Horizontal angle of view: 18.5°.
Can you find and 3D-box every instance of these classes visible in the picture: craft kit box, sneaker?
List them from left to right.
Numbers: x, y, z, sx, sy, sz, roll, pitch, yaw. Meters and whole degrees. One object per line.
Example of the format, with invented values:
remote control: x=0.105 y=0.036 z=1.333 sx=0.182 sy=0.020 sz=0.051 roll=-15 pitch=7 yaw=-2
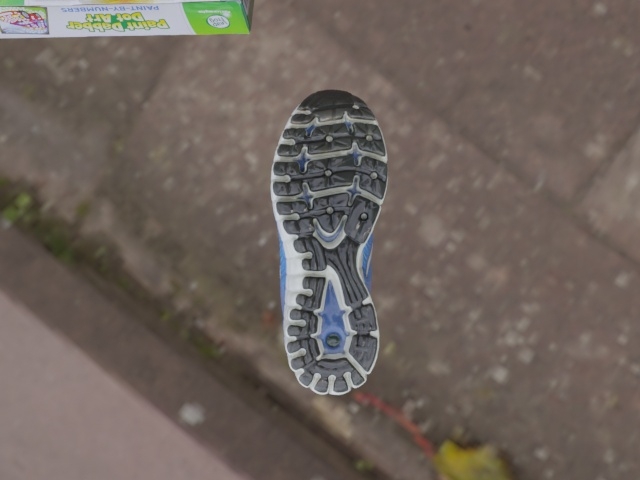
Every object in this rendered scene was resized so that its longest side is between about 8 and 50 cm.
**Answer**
craft kit box: x=-0.171 y=-0.295 z=1.740 sx=0.247 sy=0.250 sz=0.061 roll=2 pitch=152 yaw=10
sneaker: x=0.000 y=0.000 z=2.141 sx=0.130 sy=0.147 sz=0.330 roll=3 pitch=88 yaw=-8
